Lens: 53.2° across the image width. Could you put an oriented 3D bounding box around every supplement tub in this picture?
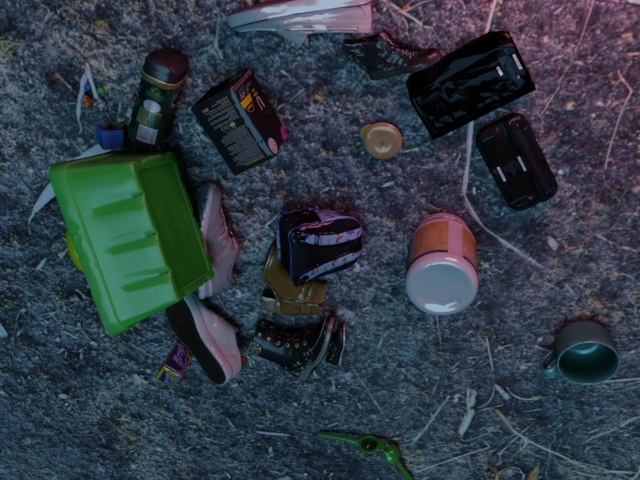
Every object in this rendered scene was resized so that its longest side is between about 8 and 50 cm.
[{"bbox_3d":[0.251,0.043,1.321,0.144,0.200,0.144,6,122,9],"label":"supplement tub"}]

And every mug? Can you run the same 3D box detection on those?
[{"bbox_3d":[0.581,0.244,1.441,0.157,0.097,0.130,4,123,10],"label":"mug"}]

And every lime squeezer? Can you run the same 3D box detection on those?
[{"bbox_3d":[0.151,0.582,1.777,0.310,0.059,0.110,28,153,-8],"label":"lime squeezer"}]

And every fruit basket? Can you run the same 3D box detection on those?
[{"bbox_3d":[-0.450,-0.003,1.383,0.391,0.283,0.392,5,107,17],"label":"fruit basket"}]

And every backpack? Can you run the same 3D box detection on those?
[{"bbox_3d":[0.000,0.000,1.396,0.173,0.117,0.158,-14,124,-18],"label":"backpack"}]

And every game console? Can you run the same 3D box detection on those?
[{"bbox_3d":[0.335,-0.207,1.243,0.213,0.044,0.361,-24,114,25],"label":"game console"}]

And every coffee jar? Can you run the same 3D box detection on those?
[{"bbox_3d":[-0.329,-0.291,1.292,0.079,0.096,0.184,23,123,-6],"label":"coffee jar"}]

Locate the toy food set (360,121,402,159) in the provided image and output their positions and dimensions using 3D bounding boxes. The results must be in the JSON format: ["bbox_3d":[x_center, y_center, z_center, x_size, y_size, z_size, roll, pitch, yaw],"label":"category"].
[{"bbox_3d":[0.125,-0.202,1.300,0.083,0.020,0.083,-11,119,17],"label":"toy food set"}]

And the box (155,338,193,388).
[{"bbox_3d":[-0.353,0.288,1.616,0.054,0.169,0.059,32,123,-9],"label":"box"}]

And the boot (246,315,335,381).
[{"bbox_3d":[-0.075,0.245,1.575,0.178,0.085,0.236,25,132,-4],"label":"boot"}]

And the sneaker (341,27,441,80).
[{"bbox_3d":[0.131,-0.353,1.186,0.170,0.051,0.089,-10,124,21],"label":"sneaker"}]

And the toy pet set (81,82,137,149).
[{"bbox_3d":[-0.456,-0.258,1.357,0.122,0.065,0.114,13,123,4],"label":"toy pet set"}]

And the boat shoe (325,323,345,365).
[{"bbox_3d":[0.039,0.260,1.590,0.042,0.049,0.133,8,128,-3],"label":"boat shoe"}]

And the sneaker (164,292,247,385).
[{"bbox_3d":[-0.289,0.216,1.613,0.106,0.123,0.290,-30,91,39],"label":"sneaker"}]

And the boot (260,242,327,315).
[{"bbox_3d":[-0.059,0.095,1.500,0.152,0.073,0.197,7,127,2],"label":"boot"}]

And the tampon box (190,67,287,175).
[{"bbox_3d":[-0.157,-0.236,1.276,0.101,0.120,0.161,-21,116,23],"label":"tampon box"}]

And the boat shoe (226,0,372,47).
[{"bbox_3d":[-0.037,-0.399,1.172,0.267,0.096,0.088,-7,116,6],"label":"boat shoe"}]

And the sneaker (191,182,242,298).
[{"bbox_3d":[-0.240,-0.004,1.474,0.115,0.105,0.281,-8,121,-25],"label":"sneaker"}]
